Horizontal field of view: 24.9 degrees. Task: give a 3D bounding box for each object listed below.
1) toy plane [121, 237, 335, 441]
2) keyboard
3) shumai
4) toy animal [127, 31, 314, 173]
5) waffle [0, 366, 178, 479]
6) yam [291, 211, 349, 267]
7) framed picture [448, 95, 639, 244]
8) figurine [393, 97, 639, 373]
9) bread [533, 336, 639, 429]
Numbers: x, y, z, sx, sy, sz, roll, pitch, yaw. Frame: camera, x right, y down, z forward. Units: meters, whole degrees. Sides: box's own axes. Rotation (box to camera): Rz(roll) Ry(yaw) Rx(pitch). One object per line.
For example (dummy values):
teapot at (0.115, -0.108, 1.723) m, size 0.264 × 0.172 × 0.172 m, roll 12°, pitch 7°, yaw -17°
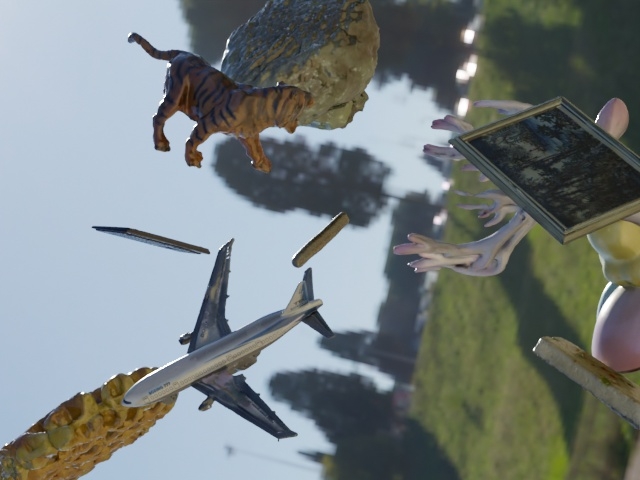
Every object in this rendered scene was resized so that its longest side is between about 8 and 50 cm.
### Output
toy plane at (-0.089, 0.105, 1.361) m, size 0.058 × 0.226 × 0.226 m, roll 32°, pitch -150°, yaw -50°
keyboard at (-0.234, 0.000, 2.028) m, size 0.202 × 0.067 × 0.011 m, roll 18°, pitch -101°, yaw -60°
shumai at (-0.010, -0.218, 2.040) m, size 0.260 × 0.225 × 0.222 m, roll -68°, pitch -35°, yaw -47°
toy animal at (-0.140, -0.168, 1.584) m, size 0.114 × 0.255 × 0.116 m, roll -19°, pitch -43°, yaw -49°
waffle at (-0.260, 0.211, 1.509) m, size 0.249 × 0.056 × 0.253 m, roll -32°, pitch -9°, yaw -5°
yam at (0.000, 0.000, 1.959) m, size 0.116 × 0.021 × 0.021 m, roll -44°, pitch -29°, yaw -36°
framed picture at (0.229, -0.073, 1.375) m, size 0.142 × 0.183 × 0.011 m, roll -22°, pitch -45°, yaw -22°
figurine at (0.259, -0.007, 1.560) m, size 0.315 × 0.284 × 0.206 m, roll 55°, pitch -142°, yaw -24°
bread at (0.301, 0.151, 1.552) m, size 0.068 × 0.154 × 0.028 m, roll 7°, pitch -66°, yaw -54°
